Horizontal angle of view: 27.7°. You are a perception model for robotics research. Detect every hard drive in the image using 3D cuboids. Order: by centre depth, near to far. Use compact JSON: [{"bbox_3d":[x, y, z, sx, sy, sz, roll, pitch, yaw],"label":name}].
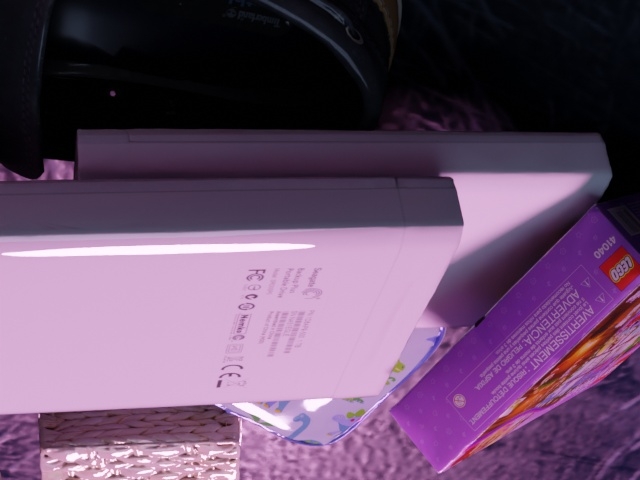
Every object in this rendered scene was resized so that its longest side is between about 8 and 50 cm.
[{"bbox_3d":[-0.117,0.039,0.766,0.352,0.047,0.233,-2,151,-13],"label":"hard drive"},{"bbox_3d":[0.000,0.000,0.814,0.307,0.040,0.203,-1,150,-14],"label":"hard drive"}]

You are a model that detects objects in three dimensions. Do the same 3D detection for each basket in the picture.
[{"bbox_3d":[-0.143,0.162,1.034,0.167,0.103,0.113,-1,128,-7],"label":"basket"}]

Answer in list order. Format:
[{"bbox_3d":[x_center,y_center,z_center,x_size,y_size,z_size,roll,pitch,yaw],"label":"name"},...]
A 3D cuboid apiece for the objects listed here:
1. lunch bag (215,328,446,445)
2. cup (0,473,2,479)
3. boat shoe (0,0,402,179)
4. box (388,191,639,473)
[{"bbox_3d":[-0.026,0.047,0.964,0.219,0.090,0.176,29,116,-27],"label":"lunch bag"},{"bbox_3d":[-0.357,0.187,0.919,0.236,0.331,0.331,-21,133,-23],"label":"cup"},{"bbox_3d":[-0.189,-0.131,0.758,0.499,0.156,0.187,5,129,-12],"label":"boat shoe"},{"bbox_3d":[0.194,0.048,0.910,0.201,0.057,0.293,-49,161,28],"label":"box"}]
